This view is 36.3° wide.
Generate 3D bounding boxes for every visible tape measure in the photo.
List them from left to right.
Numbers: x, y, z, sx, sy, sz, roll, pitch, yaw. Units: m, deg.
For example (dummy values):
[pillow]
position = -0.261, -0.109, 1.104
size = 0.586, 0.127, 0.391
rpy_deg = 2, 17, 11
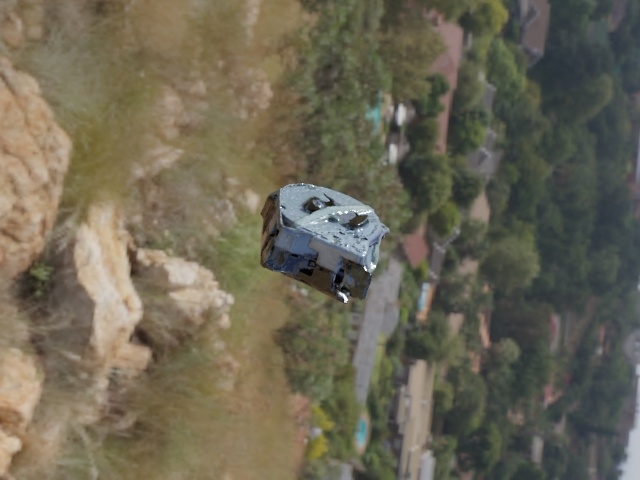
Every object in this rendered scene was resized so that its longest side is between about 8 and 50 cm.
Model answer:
[tape measure]
position = 0.000, -0.001, 0.678
size = 0.094, 0.091, 0.054
rpy_deg = -68, 178, -64
